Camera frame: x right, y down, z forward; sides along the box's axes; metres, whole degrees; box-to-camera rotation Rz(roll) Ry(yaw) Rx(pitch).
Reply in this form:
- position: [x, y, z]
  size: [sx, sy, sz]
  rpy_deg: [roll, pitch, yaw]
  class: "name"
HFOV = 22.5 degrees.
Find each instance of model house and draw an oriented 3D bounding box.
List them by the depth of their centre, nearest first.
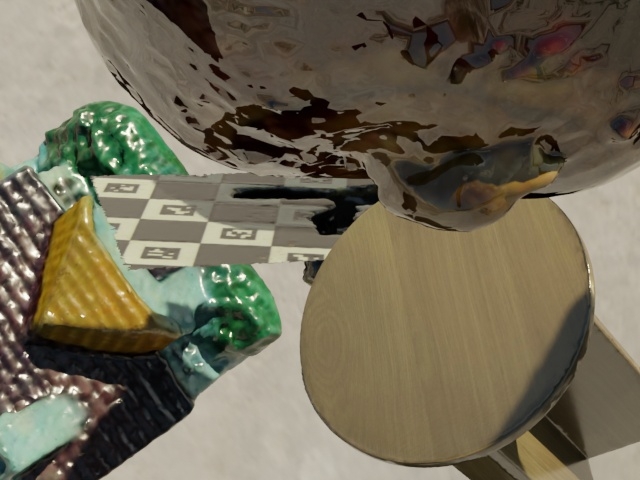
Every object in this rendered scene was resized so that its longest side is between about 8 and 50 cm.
- position: [-0.227, 0.060, 1.350]
  size: [0.230, 0.248, 0.280]
  rpy_deg: [-39, 86, 35]
  class: "model house"

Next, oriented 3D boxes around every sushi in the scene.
- position: [0.000, 0.000, 1.042]
  size: [0.279, 0.192, 0.043]
  rpy_deg: [-3, 109, -13]
  class: "sushi"

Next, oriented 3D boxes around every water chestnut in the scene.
- position: [0.026, -0.124, 0.487]
  size: [0.223, 0.223, 0.238]
  rpy_deg: [3, 93, 11]
  class: "water chestnut"

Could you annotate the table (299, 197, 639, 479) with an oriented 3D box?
- position: [0.113, 0.086, 0.918]
  size: [0.167, 0.226, 0.167]
  rpy_deg: [-14, 57, 24]
  class: "table"
